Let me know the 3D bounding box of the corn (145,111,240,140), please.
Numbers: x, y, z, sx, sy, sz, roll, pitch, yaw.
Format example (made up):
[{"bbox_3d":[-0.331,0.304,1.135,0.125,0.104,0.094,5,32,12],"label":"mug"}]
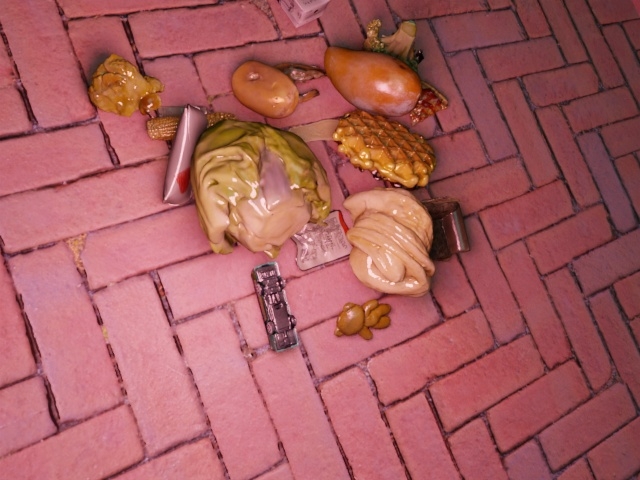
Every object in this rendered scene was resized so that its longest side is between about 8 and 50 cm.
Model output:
[{"bbox_3d":[-0.394,-0.356,1.501,0.288,0.086,0.087,-9,80,-20],"label":"corn"}]

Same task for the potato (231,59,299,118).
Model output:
[{"bbox_3d":[-0.185,-0.491,1.580,0.233,0.146,0.150,28,50,5],"label":"potato"}]

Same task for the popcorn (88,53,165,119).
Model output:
[{"bbox_3d":[-0.579,-0.439,1.424,0.195,0.173,0.168,28,107,-38],"label":"popcorn"}]

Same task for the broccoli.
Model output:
[{"bbox_3d":[0.277,-0.695,1.737,0.246,0.243,0.263,-13,78,-19],"label":"broccoli"}]

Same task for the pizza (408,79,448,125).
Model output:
[{"bbox_3d":[0.396,-0.522,1.836,0.188,0.062,0.199,28,71,-9],"label":"pizza"}]

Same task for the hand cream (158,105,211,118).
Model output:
[{"bbox_3d":[-0.432,-0.406,1.532,0.165,0.037,0.057,-7,79,-13],"label":"hand cream"}]

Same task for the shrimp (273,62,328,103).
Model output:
[{"bbox_3d":[-0.062,-0.551,1.681,0.254,0.059,0.145,0,80,-19],"label":"shrimp"}]

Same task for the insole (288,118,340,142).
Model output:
[{"bbox_3d":[0.001,-0.384,1.687,0.247,0.011,0.081,-14,83,-22],"label":"insole"}]

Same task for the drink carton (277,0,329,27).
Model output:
[{"bbox_3d":[-0.086,-0.909,1.738,0.134,0.102,0.222,-36,90,-25],"label":"drink carton"}]

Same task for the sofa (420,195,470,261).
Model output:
[{"bbox_3d":[0.385,-0.028,1.626,0.258,0.182,0.200,-4,79,-32],"label":"sofa"}]

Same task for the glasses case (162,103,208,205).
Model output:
[{"bbox_3d":[-0.393,-0.247,1.404,0.083,0.128,0.308,13,94,-8],"label":"glasses case"}]

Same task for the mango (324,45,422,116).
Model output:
[{"bbox_3d":[0.169,-0.544,1.631,0.383,0.221,0.199,32,99,14],"label":"mango"}]

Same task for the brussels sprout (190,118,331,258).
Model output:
[{"bbox_3d":[-0.193,-0.169,1.386,0.425,0.342,0.361,0,42,-49],"label":"brussels sprout"}]

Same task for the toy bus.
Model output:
[{"bbox_3d":[-0.140,0.199,1.441,0.091,0.109,0.262,-12,83,-24],"label":"toy bus"}]

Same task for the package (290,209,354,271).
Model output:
[{"bbox_3d":[0.000,0.000,1.582,0.231,0.040,0.166,-20,87,-31],"label":"package"}]

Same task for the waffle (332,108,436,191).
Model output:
[{"bbox_3d":[0.223,-0.323,1.626,0.379,0.095,0.382,26,37,1],"label":"waffle"}]

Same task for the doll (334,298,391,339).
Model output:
[{"bbox_3d":[0.138,0.249,1.552,0.209,0.097,0.137,4,107,-35],"label":"doll"}]

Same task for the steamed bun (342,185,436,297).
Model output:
[{"bbox_3d":[0.194,0.008,1.487,0.230,0.324,0.373,-9,82,-27],"label":"steamed bun"}]
